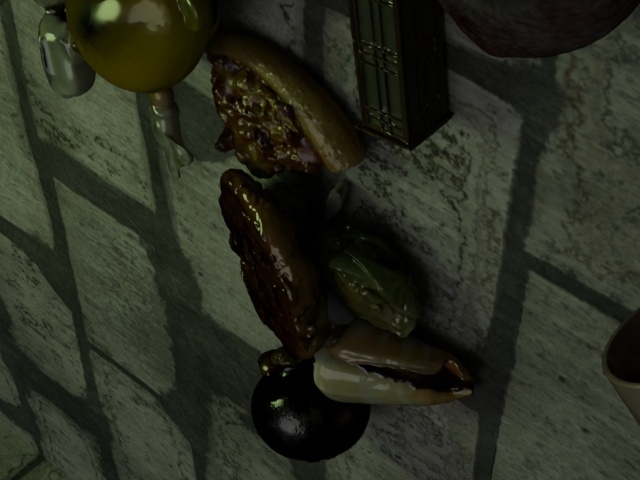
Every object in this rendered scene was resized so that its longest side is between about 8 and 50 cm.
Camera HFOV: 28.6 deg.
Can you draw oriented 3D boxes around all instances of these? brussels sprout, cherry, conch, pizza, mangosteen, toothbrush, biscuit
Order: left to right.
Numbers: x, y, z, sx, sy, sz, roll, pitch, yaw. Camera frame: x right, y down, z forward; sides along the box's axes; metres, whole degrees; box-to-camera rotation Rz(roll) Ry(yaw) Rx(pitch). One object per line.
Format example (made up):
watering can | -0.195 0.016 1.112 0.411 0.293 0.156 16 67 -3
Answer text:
pizza | -0.074 -0.155 1.698 0.289 0.081 0.228 41 147 12
biscuit | -0.062 0.032 1.810 0.289 0.081 0.334 64 169 5
mangosteen | -0.018 0.232 1.973 0.194 0.194 0.230 -3 96 52
toothbrush | 0.000 0.000 1.832 0.025 0.029 0.307 29 149 5
brussels sprout | 0.067 0.054 1.739 0.181 0.100 0.139 34 152 -11
conch | 0.104 0.169 1.825 0.255 0.127 0.158 6 136 16
cherry | 0.190 -0.275 1.125 0.230 0.203 0.300 33 154 12

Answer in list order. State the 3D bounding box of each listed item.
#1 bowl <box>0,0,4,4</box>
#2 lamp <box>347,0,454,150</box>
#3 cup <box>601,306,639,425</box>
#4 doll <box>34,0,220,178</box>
bowl | -0.464 -0.427 1.683 0.185 0.354 0.354 41 153 -22
lamp | 0.082 -0.258 1.388 0.090 0.089 0.325 27 142 33
cup | 0.454 0.152 1.303 0.253 0.191 0.200 -28 107 25
doll | -0.273 -0.282 1.706 0.423 0.161 0.348 41 144 33
